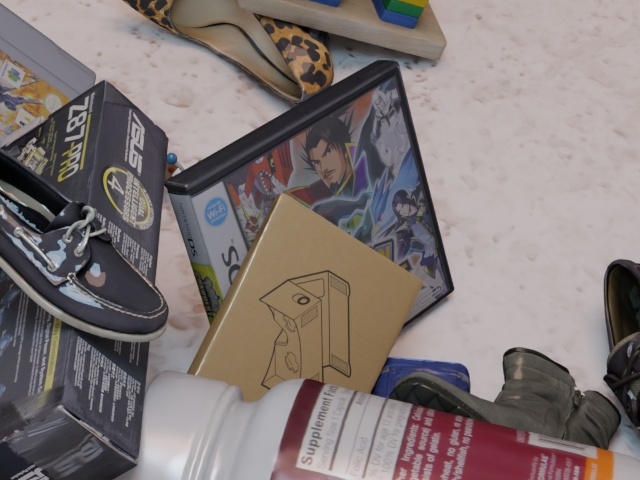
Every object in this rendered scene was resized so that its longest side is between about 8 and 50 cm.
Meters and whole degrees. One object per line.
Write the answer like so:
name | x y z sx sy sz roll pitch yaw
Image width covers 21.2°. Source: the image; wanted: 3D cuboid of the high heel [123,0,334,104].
high heel | -0.111 -0.232 1.909 0.261 0.093 0.186 11 36 -8

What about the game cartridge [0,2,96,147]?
game cartridge | -0.345 -0.131 1.737 0.198 0.062 0.297 39 37 -25

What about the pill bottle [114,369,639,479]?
pill bottle | 0.042 0.235 1.339 0.392 0.224 0.224 12 43 7

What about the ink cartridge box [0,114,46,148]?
ink cartridge box | -0.256 -0.038 1.659 0.056 0.135 0.099 -26 34 28

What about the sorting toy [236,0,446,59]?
sorting toy | 0.015 -0.345 1.988 0.257 0.089 0.255 11 37 -24

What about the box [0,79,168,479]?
box | -0.282 0.081 1.427 0.318 0.097 0.395 -33 35 25

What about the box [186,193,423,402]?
box | -0.016 0.085 1.508 0.164 0.021 0.201 33 75 -24

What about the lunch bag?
lunch bag | 0.095 0.145 1.555 0.098 0.067 0.065 6 43 0

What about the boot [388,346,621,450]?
boot | 0.161 0.154 1.500 0.246 0.083 0.161 35 38 -19

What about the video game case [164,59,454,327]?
video game case | 0.000 0.000 1.576 0.275 0.248 0.035 -33 28 -34

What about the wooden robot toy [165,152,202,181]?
wooden robot toy | -0.100 -0.037 1.747 0.173 0.076 0.079 8 78 1

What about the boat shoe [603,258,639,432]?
boat shoe | 0.305 0.120 1.568 0.092 0.103 0.285 23 37 -13

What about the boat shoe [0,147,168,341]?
boat shoe | -0.195 0.000 1.267 0.206 0.065 0.075 35 36 4
